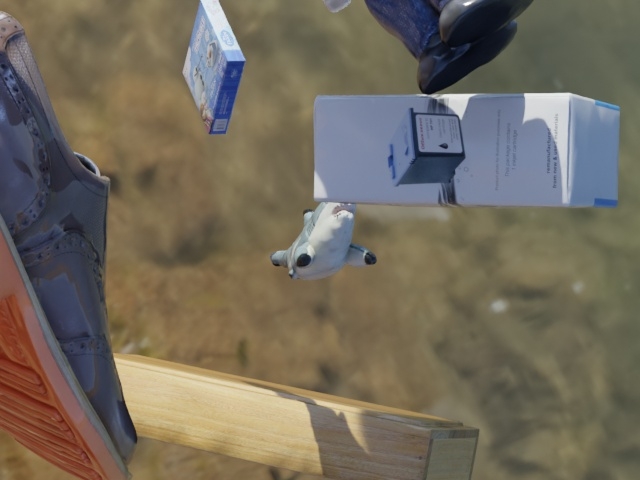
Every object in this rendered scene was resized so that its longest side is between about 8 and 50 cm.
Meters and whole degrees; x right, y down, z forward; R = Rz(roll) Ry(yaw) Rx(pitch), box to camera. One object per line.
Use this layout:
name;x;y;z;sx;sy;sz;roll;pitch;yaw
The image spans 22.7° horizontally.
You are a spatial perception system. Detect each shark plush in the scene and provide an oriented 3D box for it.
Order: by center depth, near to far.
shark plush;0.000;0.000;1.415;0.073;0.161;0.067;-4;78;-12

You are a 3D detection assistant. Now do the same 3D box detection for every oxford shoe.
oxford shoe;-0.159;0.025;0.940;0.130;0.363;0.133;23;59;25

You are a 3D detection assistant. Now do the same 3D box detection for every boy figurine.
boy figurine;0.016;-0.227;1.070;0.092;0.177;0.285;-30;69;-26

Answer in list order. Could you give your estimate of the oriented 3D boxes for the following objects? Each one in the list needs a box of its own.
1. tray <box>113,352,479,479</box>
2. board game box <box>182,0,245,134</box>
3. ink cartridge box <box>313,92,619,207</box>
tray;-0.062;0.182;1.629;0.411;0.203;0.076;11;87;19
board game box;-0.099;-0.161;1.472;0.020;0.090;0.090;-4;47;-23
ink cartridge box;0.107;-0.064;1.153;0.139;0.191;0.082;-1;91;-65
